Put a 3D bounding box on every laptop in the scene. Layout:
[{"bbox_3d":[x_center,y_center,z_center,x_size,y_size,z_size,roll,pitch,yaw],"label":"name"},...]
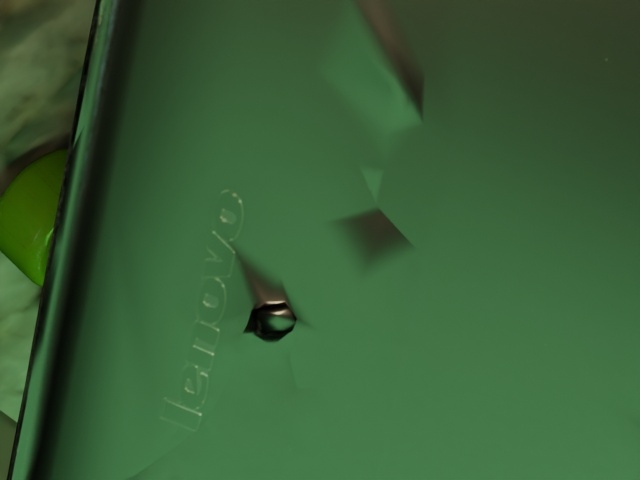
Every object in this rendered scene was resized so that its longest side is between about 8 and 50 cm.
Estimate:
[{"bbox_3d":[0.101,-0.095,0.667,0.408,0.236,0.382,-37,141,-74],"label":"laptop"}]

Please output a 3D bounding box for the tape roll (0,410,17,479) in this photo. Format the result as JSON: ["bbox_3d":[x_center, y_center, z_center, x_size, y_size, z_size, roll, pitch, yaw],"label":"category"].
[{"bbox_3d":[-0.171,0.170,0.663,0.169,0.246,0.246,-46,152,11],"label":"tape roll"}]

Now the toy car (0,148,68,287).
[{"bbox_3d":[0.000,0.000,0.734,0.188,0.155,0.149,-44,155,-13],"label":"toy car"}]
